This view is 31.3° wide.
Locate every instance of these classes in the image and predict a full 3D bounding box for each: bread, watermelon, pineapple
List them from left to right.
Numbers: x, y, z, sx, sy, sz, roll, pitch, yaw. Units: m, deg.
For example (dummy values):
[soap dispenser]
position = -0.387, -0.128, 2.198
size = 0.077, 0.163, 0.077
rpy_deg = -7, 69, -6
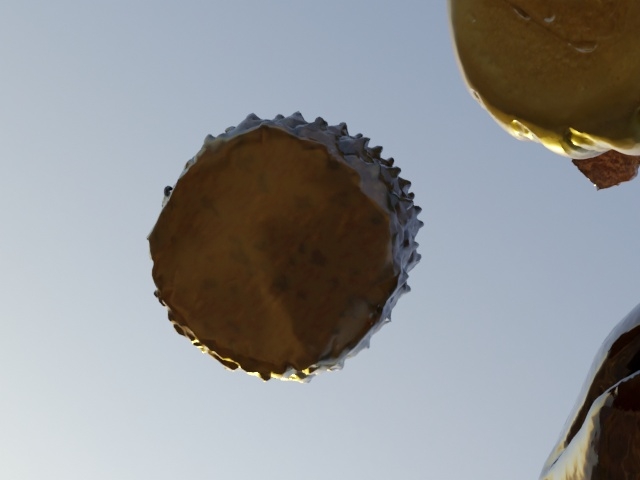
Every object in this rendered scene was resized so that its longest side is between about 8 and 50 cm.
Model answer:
[pineapple]
position = 0.000, 0.000, 0.943
size = 0.202, 0.202, 0.362
rpy_deg = 49, 12, 8
[watermelon]
position = 0.410, -0.164, 1.740
size = 0.318, 0.148, 0.226
rpy_deg = 51, 24, -63
[bread]
position = 0.263, -0.229, 1.079
size = 0.333, 0.160, 0.332
rpy_deg = -10, -103, 47

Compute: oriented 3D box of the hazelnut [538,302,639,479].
[hazelnut]
position = 0.386, 0.204, 0.855
size = 0.402, 0.402, 0.429
rpy_deg = 34, -22, 30
